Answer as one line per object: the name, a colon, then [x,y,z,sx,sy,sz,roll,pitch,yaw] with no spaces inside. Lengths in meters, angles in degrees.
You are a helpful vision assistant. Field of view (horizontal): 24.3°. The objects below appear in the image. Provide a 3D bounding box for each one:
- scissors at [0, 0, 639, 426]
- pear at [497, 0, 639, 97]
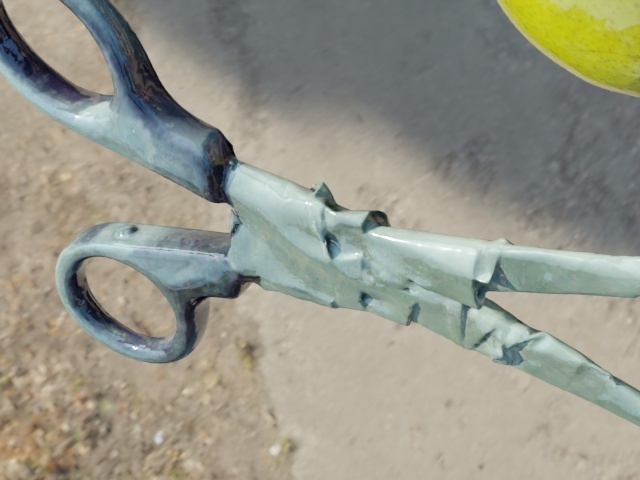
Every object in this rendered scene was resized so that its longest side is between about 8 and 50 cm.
scissors: [0.000,0.000,0.683,0.384,0.029,0.256,16,135,31]
pear: [0.251,-0.240,1.109,0.294,0.294,0.294,8,110,22]
